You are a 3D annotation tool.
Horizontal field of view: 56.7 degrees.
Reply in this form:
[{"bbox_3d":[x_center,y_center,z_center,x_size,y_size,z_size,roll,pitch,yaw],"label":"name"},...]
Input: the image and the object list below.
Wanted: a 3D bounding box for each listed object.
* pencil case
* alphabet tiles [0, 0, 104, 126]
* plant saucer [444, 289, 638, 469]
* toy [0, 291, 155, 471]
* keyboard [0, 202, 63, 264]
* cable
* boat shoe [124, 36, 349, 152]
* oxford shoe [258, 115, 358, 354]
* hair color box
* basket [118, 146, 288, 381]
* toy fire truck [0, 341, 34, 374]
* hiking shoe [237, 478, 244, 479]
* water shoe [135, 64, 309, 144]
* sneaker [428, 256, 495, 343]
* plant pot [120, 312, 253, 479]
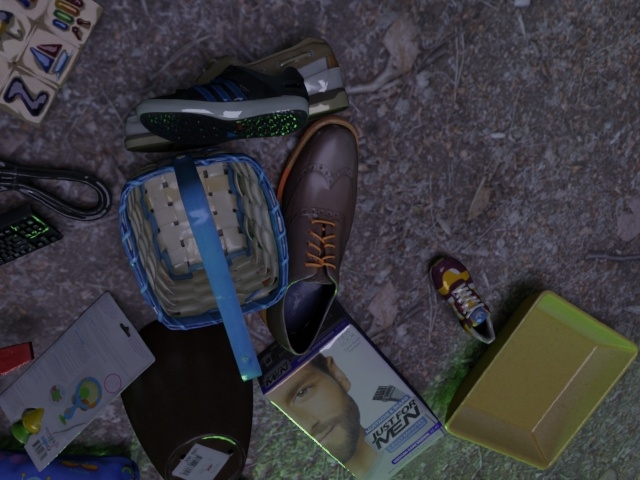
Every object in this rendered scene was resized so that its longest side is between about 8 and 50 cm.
[{"bbox_3d":[-0.432,0.379,0.909,0.306,0.119,0.133,18,94,-25],"label":"pencil case"},{"bbox_3d":[-0.444,-0.287,0.662,0.343,0.011,0.285,28,95,-25],"label":"alphabet tiles"},{"bbox_3d":[0.434,0.276,1.200,0.333,0.081,0.332,28,100,-28],"label":"plant saucer"},{"bbox_3d":[-0.355,0.208,0.882,0.237,0.137,0.056,-43,160,0],"label":"toy"},{"bbox_3d":[-0.440,0.007,0.762,0.180,0.023,0.108,-24,145,1],"label":"keyboard"},{"bbox_3d":[-0.424,-0.086,0.766,0.287,0.072,0.139,-3,96,-32],"label":"cable"},{"bbox_3d":[-0.117,-0.192,0.794,0.302,0.113,0.103,-15,96,-11],"label":"boat shoe"},{"bbox_3d":[0.000,0.000,0.893,0.130,0.133,0.363,4,110,-21],"label":"oxford shoe"},{"bbox_3d":[0.057,0.280,1.051,0.185,0.110,0.339,-40,118,1],"label":"hair color box"},{"bbox_3d":[-0.142,0.004,0.753,0.201,0.289,0.254,-15,119,-8],"label":"basket"},{"bbox_3d":[-0.483,0.123,0.758,0.192,0.047,0.135,-14,89,-22],"label":"toy fire truck"},{"bbox_3d":[-0.235,0.557,1.047,0.304,0.132,0.113,-42,119,1],"label":"hiking shoe"},{"bbox_3d":[-0.116,-0.166,0.715,0.203,0.080,0.073,-2,156,-8],"label":"water shoe"},{"bbox_3d":[0.263,0.106,1.062,0.069,0.084,0.185,-38,120,-1],"label":"sneaker"},{"bbox_3d":[-0.188,0.255,0.880,0.215,0.230,0.215,-7,114,-16],"label":"plant pot"}]
